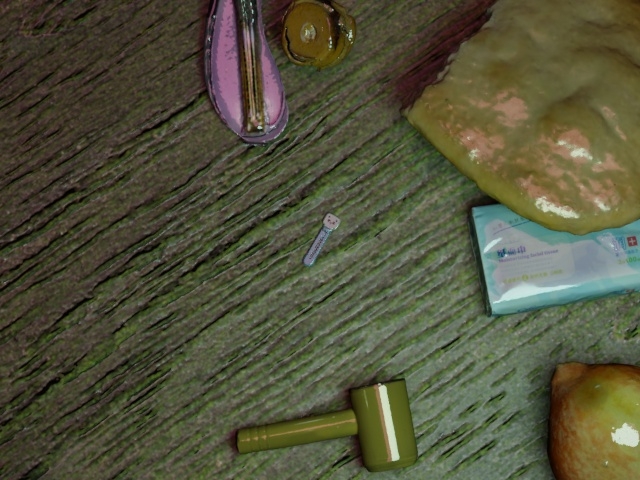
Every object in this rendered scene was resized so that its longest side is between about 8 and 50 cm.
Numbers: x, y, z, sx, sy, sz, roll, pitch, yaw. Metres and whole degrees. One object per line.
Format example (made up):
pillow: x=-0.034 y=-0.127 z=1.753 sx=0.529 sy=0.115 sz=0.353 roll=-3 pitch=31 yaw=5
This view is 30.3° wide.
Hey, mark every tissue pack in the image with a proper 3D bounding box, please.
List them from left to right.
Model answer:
tissue pack: x=0.378 y=0.013 z=1.870 sx=0.263 sy=0.089 sz=0.177 roll=-10 pitch=80 yaw=-1

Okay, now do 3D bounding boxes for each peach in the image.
peach: x=0.439 y=0.287 z=1.770 sx=0.232 sy=0.232 sz=0.257 roll=-44 pitch=75 yaw=-5

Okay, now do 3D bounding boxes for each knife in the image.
knife: x=0.000 y=0.000 z=1.915 sx=0.027 sy=0.010 sz=0.096 roll=30 pitch=84 yaw=5

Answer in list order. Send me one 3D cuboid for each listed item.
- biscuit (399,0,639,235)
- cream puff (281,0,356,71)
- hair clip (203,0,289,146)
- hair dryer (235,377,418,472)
biscuit: x=0.384 y=-0.220 z=1.842 sx=0.429 sy=0.104 sz=0.446 roll=-37 pitch=74 yaw=-17
cream puff: x=-0.006 y=-0.340 z=1.914 sx=0.119 sy=0.104 sz=0.133 roll=-38 pitch=74 yaw=28
hair clip: x=-0.128 y=-0.330 z=1.940 sx=0.110 sy=0.096 sz=0.358 roll=-3 pitch=91 yaw=-35
hair dryer: x=0.007 y=0.305 z=1.845 sx=0.279 sy=0.090 sz=0.135 roll=-11 pitch=85 yaw=6
